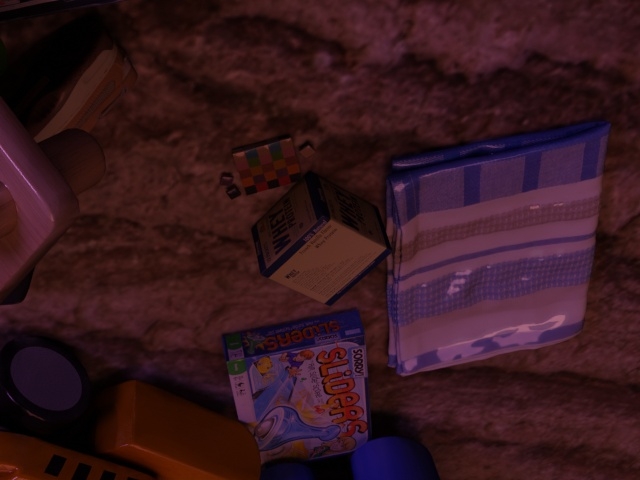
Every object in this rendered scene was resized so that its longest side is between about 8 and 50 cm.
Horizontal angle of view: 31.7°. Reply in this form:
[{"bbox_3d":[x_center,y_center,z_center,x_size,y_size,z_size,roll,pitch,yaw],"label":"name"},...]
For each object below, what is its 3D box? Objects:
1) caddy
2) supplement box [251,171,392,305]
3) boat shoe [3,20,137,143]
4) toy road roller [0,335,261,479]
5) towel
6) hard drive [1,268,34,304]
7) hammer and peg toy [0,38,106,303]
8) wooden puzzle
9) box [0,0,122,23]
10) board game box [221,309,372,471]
[{"bbox_3d":[0.042,0.364,1.244,0.241,0.179,0.341,-15,145,-1],"label":"caddy"},{"bbox_3d":[0.000,0.000,0.973,0.083,0.056,0.083,26,123,-36],"label":"supplement box"},{"bbox_3d":[-0.203,-0.065,0.804,0.190,0.068,0.072,-45,140,-3],"label":"boat shoe"},{"bbox_3d":[-0.221,0.268,1.039,0.329,0.240,0.202,26,124,-29],"label":"toy road roller"},{"bbox_3d":[0.162,0.018,1.056,0.209,0.034,0.285,-11,136,-6],"label":"towel"},{"bbox_3d":[-0.333,-0.021,0.857,0.255,0.054,0.172,8,132,-23],"label":"hard drive"},{"bbox_3d":[-0.311,-0.094,0.673,0.266,0.361,0.127,-40,178,42],"label":"hammer and peg toy"},{"bbox_3d":[-0.044,-0.062,0.933,0.083,0.006,0.049,-15,137,0],"label":"wooden puzzle"},{"bbox_3d":[-0.161,-0.214,0.648,0.220,0.051,0.175,-4,143,27],"label":"box"},{"bbox_3d":[-0.019,0.157,1.145,0.136,0.035,0.201,-11,137,-4],"label":"board game box"}]
